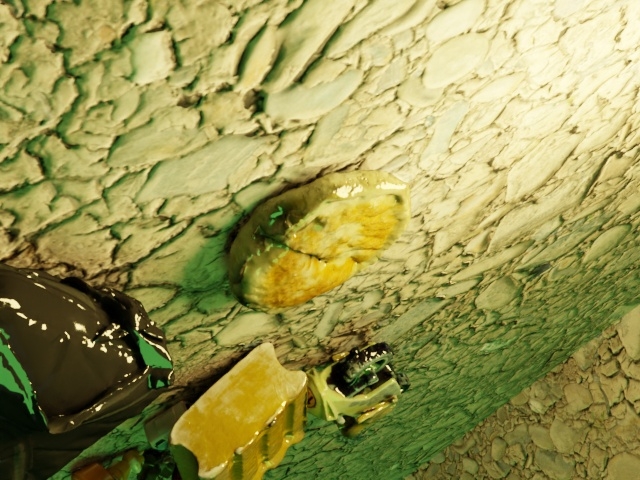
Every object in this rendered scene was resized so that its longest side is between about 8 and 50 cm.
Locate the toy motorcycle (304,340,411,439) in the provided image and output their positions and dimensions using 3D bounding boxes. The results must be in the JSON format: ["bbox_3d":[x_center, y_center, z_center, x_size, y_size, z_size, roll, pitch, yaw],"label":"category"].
[{"bbox_3d":[0.087,0.346,1.976,0.236,0.169,0.410,-27,155,3],"label":"toy motorcycle"}]

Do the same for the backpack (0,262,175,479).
[{"bbox_3d":[-0.411,0.178,1.097,0.363,0.255,0.445,-38,151,7],"label":"backpack"}]

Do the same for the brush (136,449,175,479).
[{"bbox_3d":[-0.359,0.500,1.919,0.084,0.071,0.301,-21,164,-27],"label":"brush"}]

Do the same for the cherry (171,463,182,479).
[{"bbox_3d":[-0.248,0.575,2.073,0.249,0.175,0.192,-15,161,-28],"label":"cherry"}]

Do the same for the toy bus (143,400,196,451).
[{"bbox_3d":[-0.316,0.392,1.796,0.123,0.060,0.075,-33,151,9],"label":"toy bus"}]

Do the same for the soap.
[{"bbox_3d":[-0.162,0.402,1.771,0.293,0.156,0.335,-41,160,-20],"label":"soap"}]

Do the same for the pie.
[{"bbox_3d":[0.000,0.001,1.358,0.339,0.077,0.339,-24,152,-14],"label":"pie"}]

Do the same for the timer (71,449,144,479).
[{"bbox_3d":[-0.449,0.520,1.870,0.152,0.132,0.132,-39,164,-33],"label":"timer"}]
